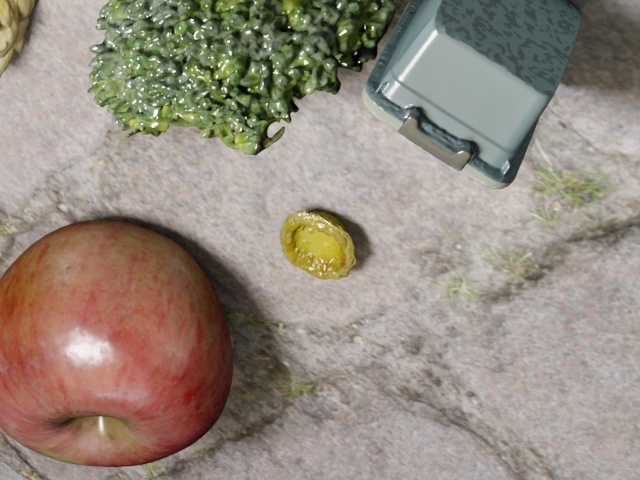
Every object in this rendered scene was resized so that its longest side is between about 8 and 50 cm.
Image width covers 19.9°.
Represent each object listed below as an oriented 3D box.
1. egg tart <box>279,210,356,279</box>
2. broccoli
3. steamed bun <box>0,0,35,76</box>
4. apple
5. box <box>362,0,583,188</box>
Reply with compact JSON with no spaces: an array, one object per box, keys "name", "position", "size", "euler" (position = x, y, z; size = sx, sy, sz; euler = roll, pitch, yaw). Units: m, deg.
[{"name":"egg tart","position":[0.000,0.000,2.091],"size":[0.105,0.039,0.105],"euler":[17,140,15]},{"name":"broccoli","position":[-0.078,-0.202,1.830],"size":[0.288,0.248,0.245],"euler":[14,177,2]},{"name":"steamed bun","position":[-0.419,-0.246,2.022],"size":[0.177,0.106,0.192],"euler":[30,143,1]},{"name":"apple","position":[-0.259,0.120,2.223],"size":[0.344,0.269,0.345],"euler":[4,149,2]},{"name":"box","position":[0.146,-0.164,1.685],"size":[0.162,0.227,0.130],"euler":[32,125,-4]}]
